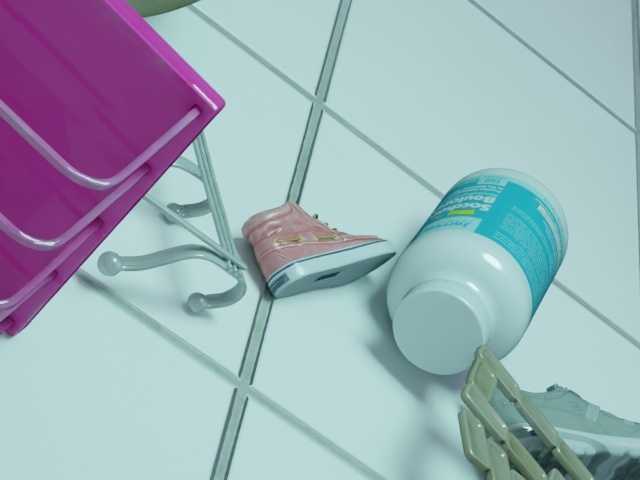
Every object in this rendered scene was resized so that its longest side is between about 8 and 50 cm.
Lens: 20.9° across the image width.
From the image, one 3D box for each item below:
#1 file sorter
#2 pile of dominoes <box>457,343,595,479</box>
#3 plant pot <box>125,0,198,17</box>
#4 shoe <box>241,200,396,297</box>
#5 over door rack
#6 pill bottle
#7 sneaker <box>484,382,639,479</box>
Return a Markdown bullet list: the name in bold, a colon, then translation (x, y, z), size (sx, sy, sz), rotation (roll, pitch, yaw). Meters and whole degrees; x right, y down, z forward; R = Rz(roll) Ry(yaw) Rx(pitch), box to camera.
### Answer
- **file sorter**: translation (-0.256, -0.048, 1.231), size (0.202, 0.290, 0.182), rotation (45, 34, -1)
- **pile of dominoes**: translation (0.195, 0.232, 1.560), size (0.251, 0.040, 0.196), rotation (50, 23, -5)
- **plant pot**: translation (-0.197, -0.329, 1.718), size (0.284, 0.191, 0.284), rotation (30, 35, -24)
- **shoe**: translation (0.000, 0.000, 1.691), size (0.178, 0.063, 0.081), rotation (-12, 68, -50)
- **over door rack**: translation (-0.183, -0.103, 1.488), size (0.324, 0.108, 0.240), rotation (54, 14, -52)
- **pill bottle**: translation (0.155, 0.036, 1.755), size (0.146, 0.146, 0.264), rotation (44, 30, -2)
- **sneaker**: translation (0.269, 0.191, 1.749), size (0.281, 0.105, 0.115), rotation (15, 43, -39)
